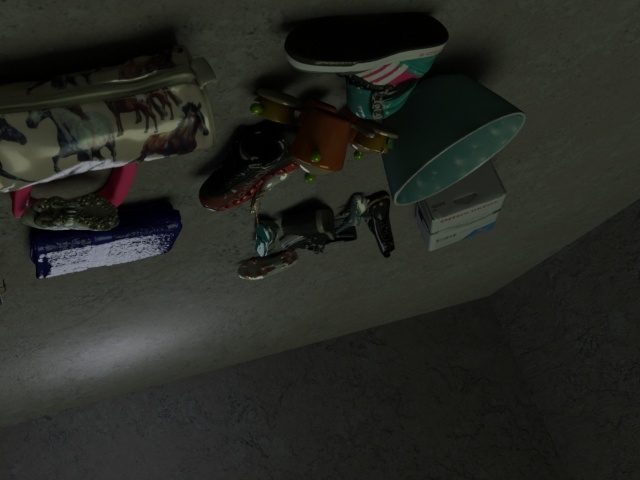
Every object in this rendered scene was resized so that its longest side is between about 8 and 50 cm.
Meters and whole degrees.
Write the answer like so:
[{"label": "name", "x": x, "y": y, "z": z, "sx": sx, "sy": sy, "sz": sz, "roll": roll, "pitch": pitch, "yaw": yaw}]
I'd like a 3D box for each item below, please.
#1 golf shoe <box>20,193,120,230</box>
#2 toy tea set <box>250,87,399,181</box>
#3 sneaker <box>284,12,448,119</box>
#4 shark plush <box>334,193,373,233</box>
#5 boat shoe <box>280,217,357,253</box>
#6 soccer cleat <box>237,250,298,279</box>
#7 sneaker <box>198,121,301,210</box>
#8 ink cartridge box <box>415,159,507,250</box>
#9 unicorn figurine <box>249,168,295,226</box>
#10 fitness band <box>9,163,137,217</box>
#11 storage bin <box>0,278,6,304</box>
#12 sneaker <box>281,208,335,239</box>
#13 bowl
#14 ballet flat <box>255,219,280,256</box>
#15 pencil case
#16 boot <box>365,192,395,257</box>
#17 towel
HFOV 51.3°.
[{"label": "golf shoe", "x": -0.458, "y": -0.048, "z": 1.220, "sx": 0.086, "sy": 0.069, "sz": 0.176, "roll": -10, "pitch": 171, "yaw": 38}, {"label": "toy tea set", "x": 0.021, "y": -0.181, "z": 1.240, "sx": 0.336, "sy": 0.200, "sz": 0.124, "roll": -1, "pitch": 116, "yaw": -51}, {"label": "sneaker", "x": 0.060, "y": -0.285, "z": 1.135, "sx": 0.296, "sy": 0.123, "sz": 0.178, "roll": -13, "pitch": 151, "yaw": -25}, {"label": "shark plush", "x": 0.084, "y": -0.077, "z": 1.858, "sx": 0.067, "sy": 0.073, "sz": 0.161, "roll": 13, "pitch": 152, "yaw": -25}, {"label": "boat shoe", "x": 0.000, "y": 0.000, "z": 1.937, "sx": 0.229, "sy": 0.076, "sz": 0.080, "roll": -15, "pitch": 161, "yaw": -17}, {"label": "soccer cleat", "x": -0.159, "y": 0.081, "z": 2.026, "sx": 0.196, "sy": 0.068, "sz": 0.076, "roll": -17, "pitch": 165, "yaw": -19}, {"label": "sneaker", "x": -0.149, "y": -0.151, "z": 1.321, "sx": 0.276, "sy": 0.097, "sz": 0.135, "roll": -29, "pitch": 160, "yaw": 20}, {"label": "ink cartridge box", "x": 0.410, "y": -0.100, "z": 1.993, "sx": 0.223, "sy": 0.128, "sz": 0.307, "roll": -20, "pitch": 162, "yaw": 1}, {"label": "unicorn figurine", "x": -0.108, "y": -0.125, "z": 1.408, "sx": 0.060, "sy": 0.111, "sz": 0.162, "roll": 29, "pitch": 126, "yaw": -24}, {"label": "fitness band", "x": -0.446, "y": -0.107, "z": 1.207, "sx": 0.209, "sy": 0.054, "sz": 0.291, "roll": -9, "pitch": 160, "yaw": -31}, {"label": "storage bin", "x": -0.719, "y": 0.082, "z": 1.401, "sx": 0.098, "sy": 0.091, "sz": 0.135, "roll": -12, "pitch": 161, "yaw": -23}, {"label": "sneaker", "x": -0.030, "y": -0.045, "z": 1.812, "sx": 0.118, "sy": 0.083, "sz": 0.222, "roll": -4, "pitch": 172, "yaw": 12}, {"label": "bowl", "x": 0.244, "y": -0.224, "z": 1.371, "sx": 0.312, "sy": 0.163, "sz": 0.311, "roll": -28, "pitch": 166, "yaw": -8}, {"label": "ballet flat", "x": -0.140, "y": -0.019, "z": 1.784, "sx": 0.070, "sy": 0.070, "sz": 0.188, "roll": -14, "pitch": 163, "yaw": -17}, {"label": "pencil case", "x": -0.355, "y": -0.171, "z": 0.952, "sx": 0.411, "sy": 0.159, "sz": 0.183, "roll": -15, "pitch": 176, "yaw": -15}, {"label": "boot", "x": 0.185, "y": -0.043, "z": 1.911, "sx": 0.077, "sy": 0.136, "sz": 0.198, "roll": -19, "pitch": 161, "yaw": -4}, {"label": "towel", "x": -0.472, "y": -0.003, "z": 1.461, "sx": 0.309, "sy": 0.076, "sz": 0.228, "roll": -11, "pitch": 167, "yaw": -26}]
